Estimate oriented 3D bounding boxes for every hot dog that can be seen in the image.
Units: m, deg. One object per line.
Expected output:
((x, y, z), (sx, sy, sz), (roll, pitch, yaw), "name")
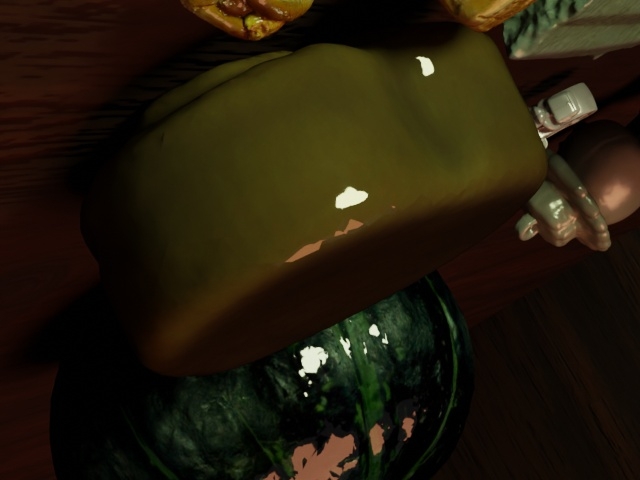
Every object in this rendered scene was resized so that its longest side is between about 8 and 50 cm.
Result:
((-0.024, -0.095, 0.597), (0.030, 0.034, 0.090), (-34, 169, 23), "hot dog")

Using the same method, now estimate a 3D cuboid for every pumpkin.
((-0.032, 0.125, 1.091), (0.315, 0.238, 0.315), (-27, 159, -12), "pumpkin")

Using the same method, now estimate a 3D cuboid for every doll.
((0.294, -0.087, 1.371), (0.293, 0.119, 0.138), (-34, 163, -5), "doll")

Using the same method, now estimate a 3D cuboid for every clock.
((0.146, -0.081, 1.155), (0.129, 0.041, 0.087), (-26, 175, 11), "clock")

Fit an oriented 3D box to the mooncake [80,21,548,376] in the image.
((-0.014, -0.020, 0.771), (0.235, 0.117, 0.235), (-26, 171, -4), "mooncake")

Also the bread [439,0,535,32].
((0.101, -0.143, 0.665), (0.132, 0.053, 0.074), (-33, 174, 20), "bread")

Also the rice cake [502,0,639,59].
((0.204, -0.157, 0.918), (0.237, 0.043, 0.127), (-17, 166, -49), "rice cake")
